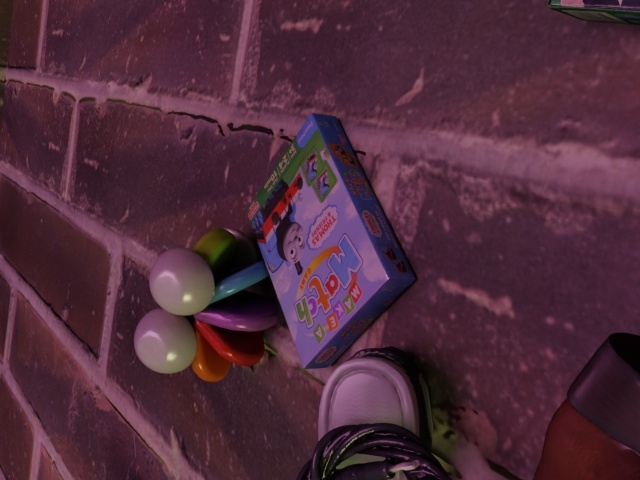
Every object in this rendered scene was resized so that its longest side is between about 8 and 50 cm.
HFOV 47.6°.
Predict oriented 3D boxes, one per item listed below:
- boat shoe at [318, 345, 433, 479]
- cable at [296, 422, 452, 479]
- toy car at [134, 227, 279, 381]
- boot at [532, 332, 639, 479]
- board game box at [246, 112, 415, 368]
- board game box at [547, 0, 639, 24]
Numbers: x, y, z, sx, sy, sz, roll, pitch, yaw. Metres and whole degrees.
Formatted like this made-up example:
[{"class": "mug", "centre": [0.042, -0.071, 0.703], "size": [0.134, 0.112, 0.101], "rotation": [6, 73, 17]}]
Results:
[{"class": "boat shoe", "centre": [0.047, 0.243, 0.626], "size": [0.114, 0.091, 0.302], "rotation": [12, 96, 21]}, {"class": "cable", "centre": [0.033, 0.232, 0.548], "size": [0.150, 0.047, 0.184], "rotation": [37, 111, 26]}, {"class": "toy car", "centre": [-0.115, 0.079, 0.834], "size": [0.136, 0.159, 0.182], "rotation": [24, 110, 16]}, {"class": "boot", "centre": [0.192, 0.239, 0.420], "size": [0.264, 0.096, 0.280], "rotation": [45, 124, 43]}, {"class": "board game box", "centre": [0.000, 0.000, 0.749], "size": [0.160, 0.039, 0.211], "rotation": [-51, 49, 38]}, {"class": "board game box", "centre": [0.283, -0.215, 0.372], "size": [0.317, 0.046, 0.213], "rotation": [29, 110, 51]}]
